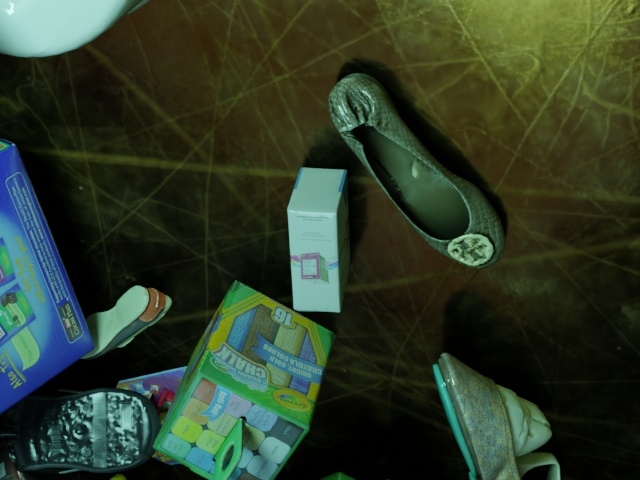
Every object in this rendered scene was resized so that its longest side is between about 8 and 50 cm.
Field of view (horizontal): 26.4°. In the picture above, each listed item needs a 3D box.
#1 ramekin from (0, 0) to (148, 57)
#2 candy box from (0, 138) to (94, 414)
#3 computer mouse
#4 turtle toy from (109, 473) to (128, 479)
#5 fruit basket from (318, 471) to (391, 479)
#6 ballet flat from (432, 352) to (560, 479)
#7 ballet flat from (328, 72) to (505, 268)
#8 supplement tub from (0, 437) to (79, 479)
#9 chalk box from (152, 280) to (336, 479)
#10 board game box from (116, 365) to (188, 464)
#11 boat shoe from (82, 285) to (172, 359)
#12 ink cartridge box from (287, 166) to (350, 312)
[{"bbox_3d":[-0.261,-0.301,1.229,0.277,0.135,0.277,6,123,9],"label":"ramekin"},{"bbox_3d":[-0.423,0.075,1.396,0.122,0.317,0.268,16,132,43],"label":"candy box"},{"bbox_3d":[-0.311,0.184,1.576,0.262,0.060,0.184,-8,82,8],"label":"computer mouse"},{"bbox_3d":[-0.268,0.351,1.689,0.130,0.066,0.095,-21,115,24],"label":"turtle toy"},{"bbox_3d":[0.043,0.447,1.623,0.327,0.165,0.353,-25,117,26],"label":"fruit basket"},{"bbox_3d":[0.204,0.237,1.501,0.106,0.107,0.316,-18,124,0],"label":"ballet flat"},{"bbox_3d":[0.093,-0.058,1.348,0.084,0.058,0.250,-29,111,28],"label":"ballet flat"},{"bbox_3d":[-0.394,0.310,1.669,0.198,0.106,0.106,-32,110,29],"label":"supplement tub"},{"bbox_3d":[-0.085,0.173,1.443,0.132,0.213,0.132,29,124,-6],"label":"chalk box"},{"bbox_3d":[-0.164,0.215,1.598,0.169,0.033,0.133,-13,118,21],"label":"board game box"},{"bbox_3d":[-0.224,0.095,1.530,0.137,0.049,0.043,-37,147,29],"label":"boat shoe"},{"bbox_3d":[0.000,0.000,1.388,0.052,0.088,0.122,4,123,8],"label":"ink cartridge box"}]
